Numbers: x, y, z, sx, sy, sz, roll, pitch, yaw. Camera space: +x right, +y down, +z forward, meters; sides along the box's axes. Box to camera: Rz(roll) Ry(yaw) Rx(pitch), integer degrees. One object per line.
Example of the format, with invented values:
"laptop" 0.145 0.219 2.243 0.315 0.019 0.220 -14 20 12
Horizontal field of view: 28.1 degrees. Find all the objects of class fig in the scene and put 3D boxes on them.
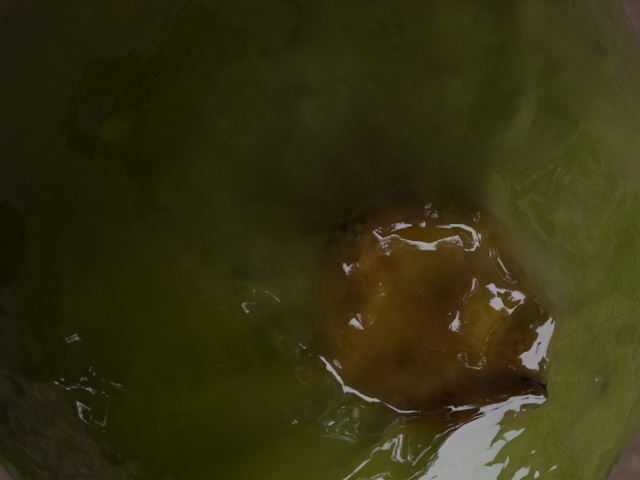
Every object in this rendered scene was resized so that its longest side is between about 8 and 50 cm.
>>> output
"fig" -0.009 -0.008 0.515 0.343 0.343 0.343 -11 151 -6
